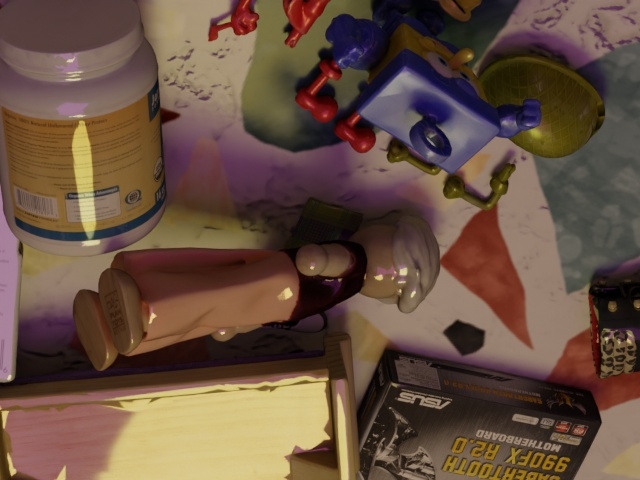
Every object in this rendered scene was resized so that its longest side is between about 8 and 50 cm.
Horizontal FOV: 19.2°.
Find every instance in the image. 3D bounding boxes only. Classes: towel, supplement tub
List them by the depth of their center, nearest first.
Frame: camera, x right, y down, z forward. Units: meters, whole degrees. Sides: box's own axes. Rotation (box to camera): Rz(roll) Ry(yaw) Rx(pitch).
[{"bbox_3d":[-0.208,-0.102,1.617,0.144,0.144,0.199,-3,125,-4],"label":"supplement tub"},{"bbox_3d":[0.000,0.000,1.794,0.060,0.009,0.083,16,121,-15],"label":"towel"}]

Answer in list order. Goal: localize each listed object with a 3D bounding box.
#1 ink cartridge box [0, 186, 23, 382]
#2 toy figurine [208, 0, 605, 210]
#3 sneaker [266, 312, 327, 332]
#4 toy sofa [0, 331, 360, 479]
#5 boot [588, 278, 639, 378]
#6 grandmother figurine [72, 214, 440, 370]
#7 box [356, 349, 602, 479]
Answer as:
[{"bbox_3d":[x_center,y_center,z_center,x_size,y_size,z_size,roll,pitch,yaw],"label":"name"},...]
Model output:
[{"bbox_3d":[-0.408,0.002,1.723,0.275,0.060,0.238,4,101,-9],"label":"ink cartridge box"},{"bbox_3d":[0.089,-0.103,1.607,0.363,0.217,0.191,34,115,-25],"label":"toy figurine"},{"bbox_3d":[-0.044,0.072,1.819,0.109,0.043,0.040,15,119,-18],"label":"sneaker"},{"bbox_3d":[-0.145,0.181,1.826,0.363,0.177,0.150,-5,109,-1],"label":"toy sofa"},{"bbox_3d":[0.351,0.039,1.815,0.179,0.085,0.236,-5,125,0],"label":"boot"},{"bbox_3d":[-0.037,0.037,1.700,0.342,0.208,0.104,-10,87,-30],"label":"grandmother figurine"},{"bbox_3d":[0.144,0.216,1.931,0.231,0.056,0.183,13,122,-15],"label":"box"}]
